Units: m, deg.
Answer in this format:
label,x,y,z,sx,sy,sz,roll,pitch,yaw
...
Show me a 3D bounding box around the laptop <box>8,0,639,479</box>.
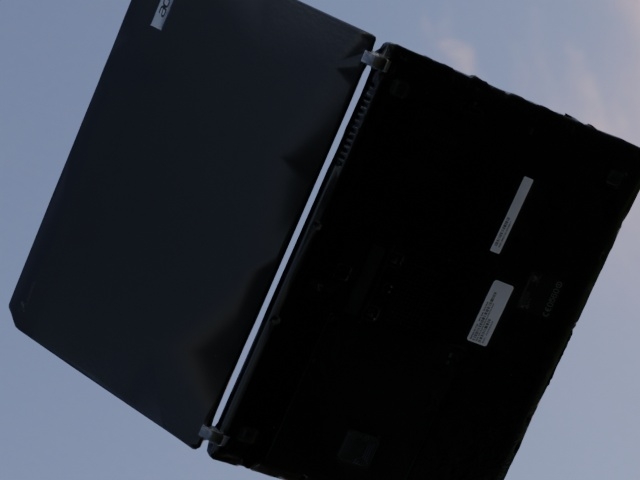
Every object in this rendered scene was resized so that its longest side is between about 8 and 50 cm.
label,x,y,z,sx,sy,sz,roll,pitch,yaw
laptop,0.000,0.000,0.877,0.264,0.136,0.234,20,-80,-22
